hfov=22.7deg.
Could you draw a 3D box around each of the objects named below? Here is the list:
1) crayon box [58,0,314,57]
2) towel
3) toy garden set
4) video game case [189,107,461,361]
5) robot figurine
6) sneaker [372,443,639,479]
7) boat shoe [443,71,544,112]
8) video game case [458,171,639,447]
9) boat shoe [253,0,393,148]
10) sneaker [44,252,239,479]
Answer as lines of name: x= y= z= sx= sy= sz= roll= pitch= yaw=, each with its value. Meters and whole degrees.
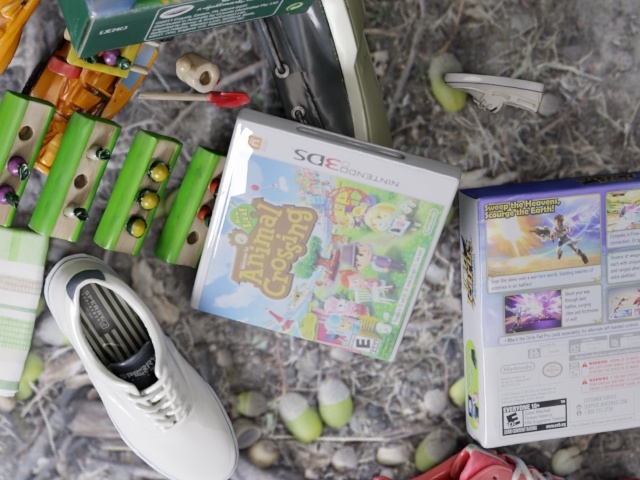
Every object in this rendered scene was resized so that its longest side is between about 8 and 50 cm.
crayon box: x=-0.140 y=-0.323 z=1.264 sx=0.203 sy=0.083 sz=0.323 roll=-15 pitch=78 yaw=-22
towel: x=-0.307 y=0.056 z=1.411 sx=0.113 sy=0.023 sz=0.152 roll=12 pitch=95 yaw=-19
toy garden set: x=-0.154 y=-0.084 z=1.343 sx=0.244 sy=0.049 sz=0.203 roll=14 pitch=104 yaw=-43
video game case: x=0.000 y=0.000 z=1.384 sx=0.193 sy=0.023 sz=0.212 roll=15 pitch=126 yaw=-3
robot figurine: x=-0.206 y=-0.210 z=1.349 sx=0.211 sy=0.085 sz=0.291 roll=32 pitch=91 yaw=-20
sneaker: x=0.186 y=0.256 z=1.527 sx=0.314 sy=0.116 sz=0.136 roll=-11 pitch=102 yaw=-12
boat shoe: x=0.160 y=-0.136 z=1.488 sx=0.100 sy=0.035 sz=0.035 roll=6 pitch=96 yaw=-22
video game case: x=0.270 y=0.060 z=1.539 sx=0.270 sy=0.061 sz=0.244 roll=-6 pitch=103 yaw=-14
boat shoe: x=-0.005 y=-0.111 z=1.409 sx=0.113 sy=0.127 sz=0.340 roll=-6 pitch=119 yaw=13
sneaker: x=-0.159 y=0.128 z=1.423 sx=0.094 sy=0.091 sz=0.258 roll=-38 pitch=107 yaw=-5
